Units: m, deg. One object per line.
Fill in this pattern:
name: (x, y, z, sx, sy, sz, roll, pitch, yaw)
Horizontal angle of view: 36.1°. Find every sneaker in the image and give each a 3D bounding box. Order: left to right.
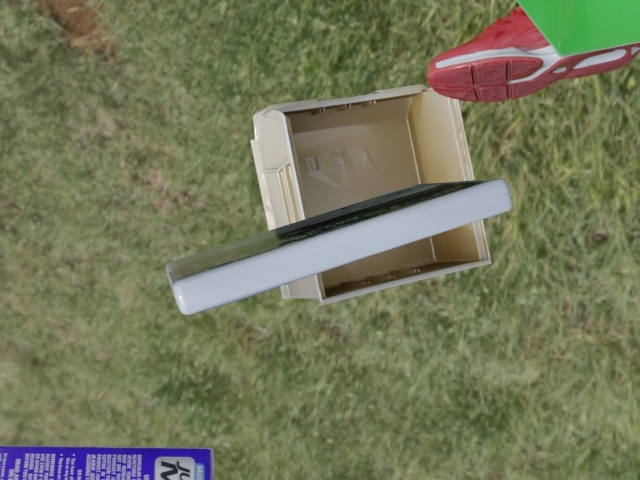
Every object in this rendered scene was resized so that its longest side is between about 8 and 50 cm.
sneaker: (0.219, -0.230, 1.054, 0.221, 0.128, 0.087, -8, 157, 7)

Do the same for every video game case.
video game case: (0.000, 0.000, 0.605, 0.191, 0.173, 0.022, -17, 95, -9)

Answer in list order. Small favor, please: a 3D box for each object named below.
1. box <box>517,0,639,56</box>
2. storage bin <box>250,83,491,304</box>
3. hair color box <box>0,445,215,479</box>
box: (0.188, -0.187, 0.302, 0.127, 0.231, 0.262, 47, 167, -18)
storage bin: (0.065, -0.068, 1.308, 0.262, 0.260, 0.123, -12, -178, -26)
hair color box: (-0.273, 0.266, 0.897, 0.339, 0.110, 0.185, 4, 146, -10)
